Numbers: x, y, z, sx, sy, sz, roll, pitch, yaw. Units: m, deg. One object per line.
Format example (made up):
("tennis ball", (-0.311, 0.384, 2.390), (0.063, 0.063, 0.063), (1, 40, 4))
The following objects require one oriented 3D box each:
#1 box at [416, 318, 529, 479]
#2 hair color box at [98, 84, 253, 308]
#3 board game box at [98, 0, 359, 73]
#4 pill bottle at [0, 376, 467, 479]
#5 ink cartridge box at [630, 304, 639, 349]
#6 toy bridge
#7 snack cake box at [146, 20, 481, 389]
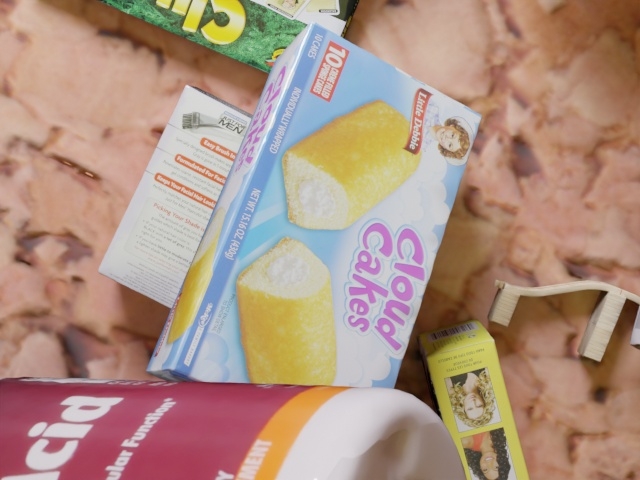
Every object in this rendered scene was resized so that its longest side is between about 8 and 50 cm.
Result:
("box", (0.136, 0.187, 0.741), (0.058, 0.087, 0.232), (-16, 95, 2))
("hair color box", (-0.100, -0.031, 0.741), (0.093, 0.053, 0.167), (27, 98, -2))
("board game box", (-0.094, -0.229, 0.730), (0.260, 0.030, 0.136), (22, 100, 0))
("pill bottle", (-0.127, 0.193, 0.540), (0.392, 0.224, 0.224), (-4, 97, 28))
("ink cartridge box", (0.378, 0.030, 0.712), (0.225, 0.056, 0.181), (17, 87, 3))
("toy bridge", (0.232, 0.067, 0.751), (0.188, 0.026, 0.063), (21, 95, 0))
("snack cake box", (0.000, 0.000, 0.656), (0.152, 0.089, 0.264), (25, 73, -16))
